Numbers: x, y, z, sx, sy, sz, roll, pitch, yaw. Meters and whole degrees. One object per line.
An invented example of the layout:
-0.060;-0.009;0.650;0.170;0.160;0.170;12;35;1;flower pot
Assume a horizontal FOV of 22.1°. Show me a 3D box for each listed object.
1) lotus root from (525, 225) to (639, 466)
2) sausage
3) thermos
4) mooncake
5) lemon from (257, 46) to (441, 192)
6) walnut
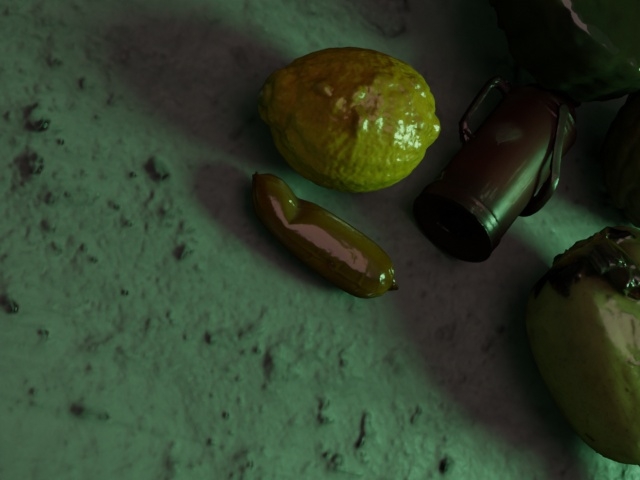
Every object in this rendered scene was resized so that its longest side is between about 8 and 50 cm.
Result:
0.322;0.139;1.648;0.183;0.183;0.310;-26;92;-31;lotus root
0.000;0.000;1.577;0.183;0.054;0.062;34;32;-15;sausage
0.193;-0.093;1.676;0.124;0.099;0.232;44;63;-10;thermos
0.279;-0.253;1.657;0.228;0.124;0.228;9;71;-26;mooncake
0.026;-0.117;1.569;0.187;0.142;0.142;11;72;-21;lemon
0.397;-0.098;1.723;0.213;0.213;0.213;7;74;-26;walnut
